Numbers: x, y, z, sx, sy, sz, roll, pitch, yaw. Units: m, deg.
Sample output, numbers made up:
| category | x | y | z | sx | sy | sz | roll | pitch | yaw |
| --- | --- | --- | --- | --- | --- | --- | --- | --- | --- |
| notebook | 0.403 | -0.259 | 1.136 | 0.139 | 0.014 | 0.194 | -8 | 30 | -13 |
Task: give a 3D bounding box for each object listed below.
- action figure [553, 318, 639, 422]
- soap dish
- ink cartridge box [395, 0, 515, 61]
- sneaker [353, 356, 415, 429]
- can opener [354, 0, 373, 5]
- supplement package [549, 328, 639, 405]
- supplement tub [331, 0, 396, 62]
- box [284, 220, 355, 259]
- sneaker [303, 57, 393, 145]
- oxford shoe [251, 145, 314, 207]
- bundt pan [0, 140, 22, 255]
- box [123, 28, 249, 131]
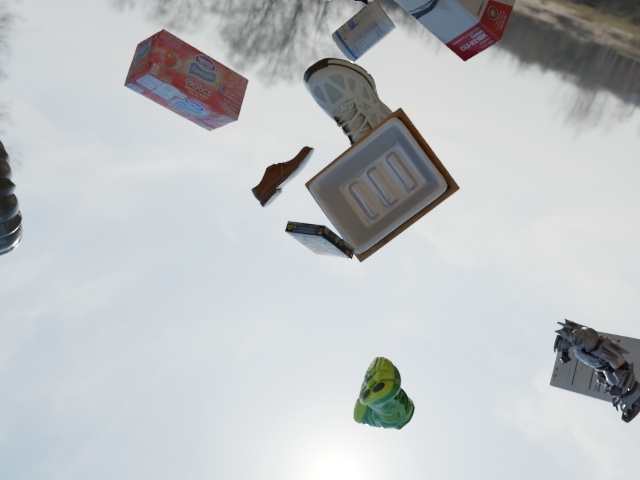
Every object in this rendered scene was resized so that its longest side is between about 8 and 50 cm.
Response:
| category | x | y | z | sx | sy | sz | roll | pitch | yaw |
| --- | --- | --- | --- | --- | --- | --- | --- | --- | --- |
| action figure | 0.566 | 0.253 | 1.607 | 0.285 | 0.099 | 0.185 | 41 | -174 | -38 |
| soap dish | 0.143 | -0.125 | 1.843 | 0.229 | 0.291 | 0.118 | 55 | -161 | 6 |
| ink cartridge box | 0.261 | -0.534 | 1.634 | 0.273 | 0.197 | 0.114 | 34 | 151 | -20 |
| sneaker | 0.143 | 0.326 | 1.682 | 0.124 | 0.109 | 0.295 | 17 | 156 | 5 |
| can opener | 0.113 | -0.622 | 2.005 | 0.059 | 0.073 | 0.186 | 23 | -164 | -5 |
| supplement package | 0.779 | 0.340 | 2.090 | 0.178 | 0.175 | 0.293 | 19 | 174 | -27 |
| supplement tub | 0.081 | -0.395 | 1.520 | 0.071 | 0.107 | 0.071 | 48 | -165 | -17 |
| box | 0.000 | 0.000 | 1.671 | 0.094 | 0.027 | 0.137 | 8 | 163 | 34 |
| sneaker | 0.131 | -0.328 | 2.321 | 0.447 | 0.169 | 0.257 | 35 | -149 | -44 |
| oxford shoe | -0.105 | -0.186 | 2.160 | 0.076 | 0.212 | 0.076 | 48 | -171 | 11 |
| bundt pan | -0.792 | -0.113 | 1.907 | 0.124 | 0.330 | 0.331 | -12 | -148 | -23 |
| box | -0.373 | -0.444 | 2.257 | 0.300 | 0.142 | 0.154 | 25 | 159 | -35 |
